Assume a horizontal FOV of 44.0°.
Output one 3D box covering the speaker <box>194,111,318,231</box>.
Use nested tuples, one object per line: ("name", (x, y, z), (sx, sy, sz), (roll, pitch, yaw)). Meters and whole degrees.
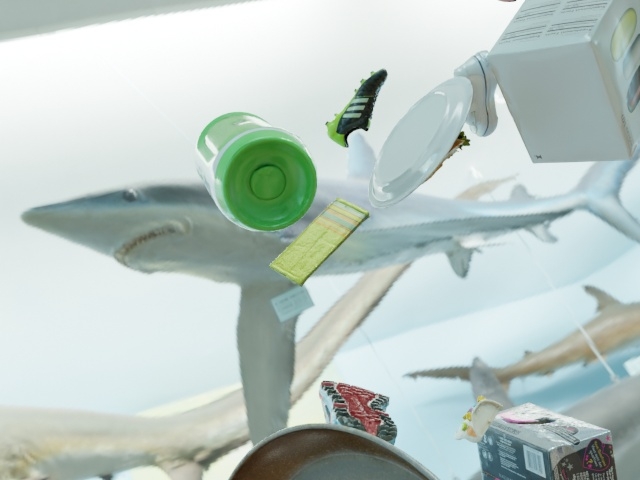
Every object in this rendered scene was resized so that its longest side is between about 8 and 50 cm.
("speaker", (-0.090, -0.095, 1.019), (0.131, 0.296, 0.131), (-3, -76, -13))

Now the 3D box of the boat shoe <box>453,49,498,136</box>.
("boat shoe", (0.258, -0.247, 1.376), (0.076, 0.083, 0.226), (-22, -28, 0))

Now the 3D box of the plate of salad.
("plate of salad", (0.131, -0.121, 1.013), (0.048, 0.199, 0.200), (32, -64, -19))

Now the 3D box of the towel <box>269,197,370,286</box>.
("towel", (0.000, 0.000, 1.762), (0.237, 0.102, 0.021), (-46, -39, -22))

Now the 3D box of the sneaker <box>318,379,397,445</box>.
("sneaker", (0.034, 0.273, 1.090), (0.104, 0.262, 0.125), (16, -86, 0))

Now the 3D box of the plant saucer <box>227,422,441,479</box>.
("plant saucer", (0.032, 0.289, 0.594), (0.050, 0.310, 0.310), (-1, -45, -47))

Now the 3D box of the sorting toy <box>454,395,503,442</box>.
("sorting toy", (0.256, 0.307, 1.337), (0.083, 0.045, 0.075), (-42, -9, -39))

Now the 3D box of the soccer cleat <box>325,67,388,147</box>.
("soccer cleat", (0.086, -0.266, 1.604), (0.179, 0.072, 0.060), (-50, -15, 13))

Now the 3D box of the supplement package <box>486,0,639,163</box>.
("supplement package", (0.364, -0.244, 1.091), (0.203, 0.149, 0.194), (-54, -53, -29))

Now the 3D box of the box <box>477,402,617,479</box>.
("box", (0.416, 0.413, 1.472), (0.142, 0.247, 0.163), (-10, -86, -21))
